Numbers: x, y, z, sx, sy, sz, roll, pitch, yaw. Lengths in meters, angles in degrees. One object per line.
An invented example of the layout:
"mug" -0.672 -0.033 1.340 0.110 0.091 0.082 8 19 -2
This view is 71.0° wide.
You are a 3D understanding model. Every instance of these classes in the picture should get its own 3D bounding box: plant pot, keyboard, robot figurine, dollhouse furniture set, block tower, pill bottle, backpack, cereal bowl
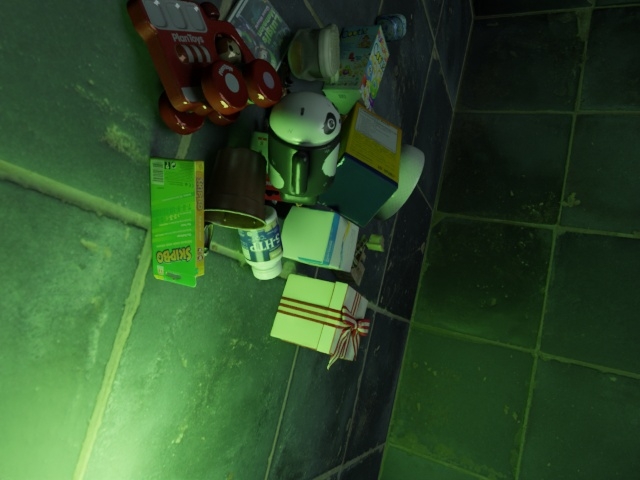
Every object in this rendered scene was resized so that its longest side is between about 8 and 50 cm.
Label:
"plant pot" -0.202 -0.126 1.078 0.167 0.166 0.165 29 64 -62
"keyboard" -0.144 -0.136 1.326 0.100 0.038 0.192 -61 148 -2
"robot figurine" -0.038 -0.216 1.079 0.173 0.209 0.278 -22 142 -27
"dollhouse furniture set" 0.164 0.061 1.640 0.101 0.160 0.182 -67 149 -25
"block tower" 0.081 0.058 1.758 0.091 0.097 0.335 -67 148 -26
"pill bottle" -0.161 0.008 1.237 0.112 0.111 0.187 -49 139 -47
"backpack" 0.290 -0.874 1.848 0.084 0.114 0.105 -52 142 -44
"cereal bowl" 0.274 -0.260 1.873 0.339 0.141 0.339 -57 -165 24

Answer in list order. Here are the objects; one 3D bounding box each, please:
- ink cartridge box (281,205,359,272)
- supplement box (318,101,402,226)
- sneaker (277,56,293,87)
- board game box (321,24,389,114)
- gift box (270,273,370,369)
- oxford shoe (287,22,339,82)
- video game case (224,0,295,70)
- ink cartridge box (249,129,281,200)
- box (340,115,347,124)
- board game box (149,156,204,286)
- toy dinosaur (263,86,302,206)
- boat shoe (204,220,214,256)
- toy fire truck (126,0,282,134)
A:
"ink cartridge box" 0.000 0.000 1.487 0.232 0.171 0.168 23 78 -62
"supplement box" 0.129 -0.254 1.466 0.195 0.194 0.357 -50 -163 40
"sneaker" -0.109 -0.494 1.232 0.061 0.064 0.158 -61 148 -34
"board game box" 0.129 -0.597 1.584 0.142 0.144 0.276 47 58 -59
"gift box" 0.016 0.283 1.514 0.255 0.258 0.277 32 68 -61
"oxford shoe" -0.009 -0.544 1.316 0.449 0.129 0.169 -72 158 -67
"video game case" -0.154 -0.517 1.129 0.173 0.022 0.191 42 59 -40
"ink cartridge box" -0.125 -0.196 1.211 0.145 0.045 0.180 6 100 -19
"box" 0.107 -0.436 1.724 0.136 0.028 0.081 29 72 -65
"board game box" -0.299 -0.039 0.935 0.039 0.124 0.260 -15 111 -62
"toy dinosaur" -0.083 -0.272 1.308 0.218 0.164 0.322 -17 127 -47
"boat shoe" -0.285 0.014 1.076 0.046 0.038 0.125 27 74 -62
"toy fire truck" -0.232 -0.379 0.945 0.302 0.169 0.254 -37 110 -54
